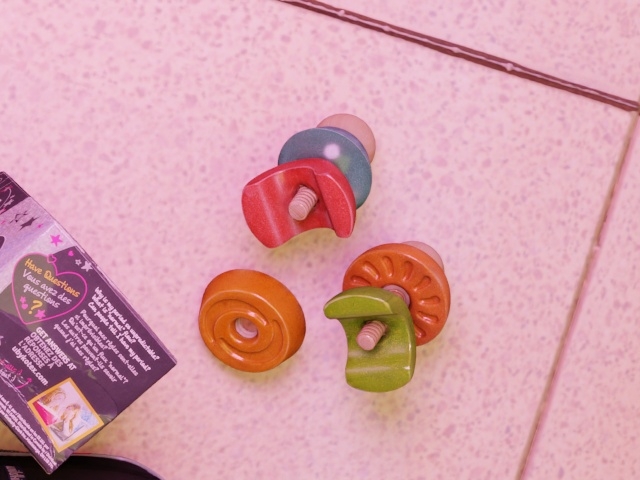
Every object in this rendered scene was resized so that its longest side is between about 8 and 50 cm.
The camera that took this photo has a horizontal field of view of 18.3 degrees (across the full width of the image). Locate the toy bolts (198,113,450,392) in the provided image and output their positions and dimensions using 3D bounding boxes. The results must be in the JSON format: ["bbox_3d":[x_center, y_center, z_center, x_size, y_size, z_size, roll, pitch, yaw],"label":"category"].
[{"bbox_3d":[0.000,0.000,1.796,0.218,0.158,0.228,-2,118,23],"label":"toy bolts"}]

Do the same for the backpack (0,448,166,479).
[{"bbox_3d":[-0.233,0.288,1.709,0.253,0.225,0.191,-1,124,-22],"label":"backpack"}]

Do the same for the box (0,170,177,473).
[{"bbox_3d":[-0.244,0.058,1.640,0.142,0.247,0.163,-41,110,-8],"label":"box"}]
